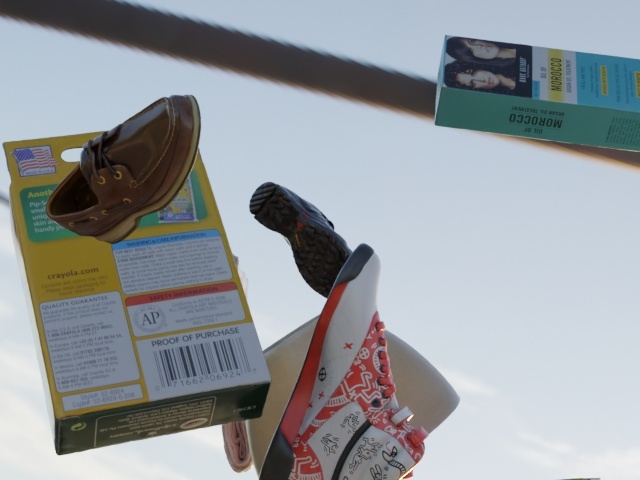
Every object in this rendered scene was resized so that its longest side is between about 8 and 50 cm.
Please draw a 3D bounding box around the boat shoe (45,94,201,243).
[{"bbox_3d":[-0.146,-0.050,0.963,0.060,0.064,0.178,8,-30,-34],"label":"boat shoe"}]

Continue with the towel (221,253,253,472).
[{"bbox_3d":[-0.126,0.191,1.989,0.053,0.316,0.332,-5,-9,-2],"label":"towel"}]

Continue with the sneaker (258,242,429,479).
[{"bbox_3d":[0.050,0.148,1.319,0.145,0.270,0.090,20,-9,6],"label":"sneaker"}]

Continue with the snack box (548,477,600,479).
[{"bbox_3d":[0.211,0.290,1.189,0.100,0.141,0.037,-13,-16,37],"label":"snack box"}]

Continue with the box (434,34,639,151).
[{"bbox_3d":[0.255,-0.168,1.487,0.244,0.100,0.060,7,-44,1],"label":"box"}]

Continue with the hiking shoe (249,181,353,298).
[{"bbox_3d":[0.000,0.000,1.923,0.227,0.086,0.114,50,21,16],"label":"hiking shoe"}]

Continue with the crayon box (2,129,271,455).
[{"bbox_3d":[-0.190,0.038,1.302,0.203,0.323,0.083,-8,-32,-17],"label":"crayon box"}]

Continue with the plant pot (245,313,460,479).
[{"bbox_3d":[0.011,0.202,1.699,0.191,0.284,0.284,57,-26,1],"label":"plant pot"}]
